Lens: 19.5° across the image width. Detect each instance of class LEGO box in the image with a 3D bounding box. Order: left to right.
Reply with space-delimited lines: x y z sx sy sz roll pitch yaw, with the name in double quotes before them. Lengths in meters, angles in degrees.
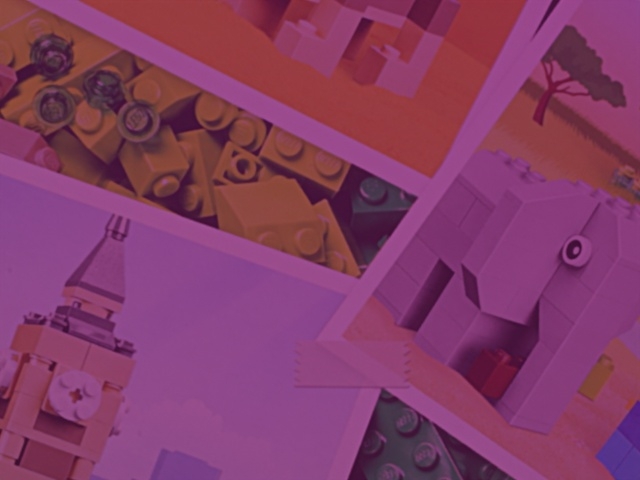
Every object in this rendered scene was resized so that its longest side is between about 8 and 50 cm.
"LEGO box" 0.000 0.000 0.576 0.500 0.193 0.372 27 97 -7
